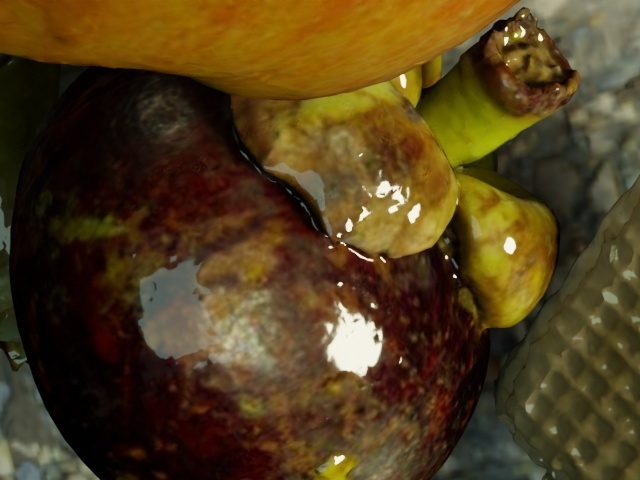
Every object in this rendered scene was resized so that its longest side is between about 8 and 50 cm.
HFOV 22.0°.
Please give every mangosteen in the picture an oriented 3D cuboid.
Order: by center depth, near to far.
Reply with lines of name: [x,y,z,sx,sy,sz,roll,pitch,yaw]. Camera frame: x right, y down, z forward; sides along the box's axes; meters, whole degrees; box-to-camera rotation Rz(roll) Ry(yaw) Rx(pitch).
mangosteen: [0.000,0.000,0.576,0.217,0.192,0.192,-30,84,19]

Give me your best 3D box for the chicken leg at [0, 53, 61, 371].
chicken leg: [-0.141,-0.139,0.653,0.201,0.153,0.429,1,107,19]

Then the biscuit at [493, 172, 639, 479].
biscuit: [0.237,0.140,0.506,0.426,0.078,0.144,44,125,20]

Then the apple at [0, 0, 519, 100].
apple: [-0.044,-0.162,0.449,0.302,0.301,0.301,5,100,26]
